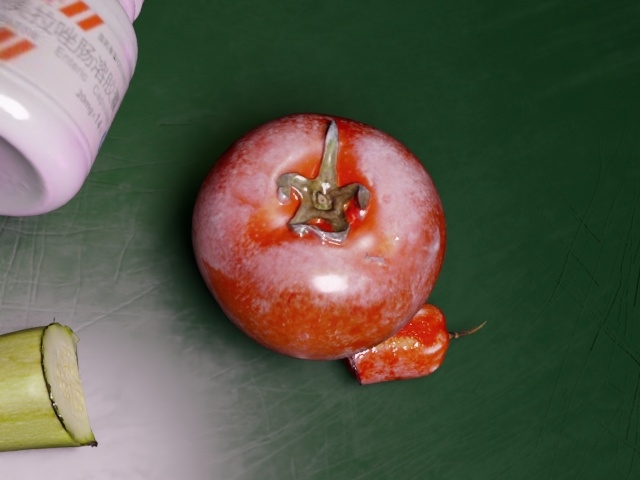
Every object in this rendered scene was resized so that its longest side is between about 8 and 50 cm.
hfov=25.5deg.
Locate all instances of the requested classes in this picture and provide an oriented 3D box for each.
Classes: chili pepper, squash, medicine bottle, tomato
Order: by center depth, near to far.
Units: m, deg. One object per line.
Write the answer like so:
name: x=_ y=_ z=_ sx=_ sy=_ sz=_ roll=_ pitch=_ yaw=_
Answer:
squash: x=-0.366 y=0.155 z=1.396 sx=0.287 sy=0.137 sz=0.137 roll=-5 pitch=81 yaw=-21
medicine bottle: x=-0.306 y=-0.215 z=1.421 sx=0.256 sy=0.256 sz=0.325 roll=28 pitch=62 yaw=-15
tomato: x=0.000 y=0.000 z=1.512 sx=0.270 sy=0.227 sz=0.270 roll=1 pitch=63 yaw=-2
chili pepper: x=0.106 y=0.112 z=1.617 sx=0.192 sy=0.084 sz=0.086 roll=-9 pitch=100 yaw=-19
